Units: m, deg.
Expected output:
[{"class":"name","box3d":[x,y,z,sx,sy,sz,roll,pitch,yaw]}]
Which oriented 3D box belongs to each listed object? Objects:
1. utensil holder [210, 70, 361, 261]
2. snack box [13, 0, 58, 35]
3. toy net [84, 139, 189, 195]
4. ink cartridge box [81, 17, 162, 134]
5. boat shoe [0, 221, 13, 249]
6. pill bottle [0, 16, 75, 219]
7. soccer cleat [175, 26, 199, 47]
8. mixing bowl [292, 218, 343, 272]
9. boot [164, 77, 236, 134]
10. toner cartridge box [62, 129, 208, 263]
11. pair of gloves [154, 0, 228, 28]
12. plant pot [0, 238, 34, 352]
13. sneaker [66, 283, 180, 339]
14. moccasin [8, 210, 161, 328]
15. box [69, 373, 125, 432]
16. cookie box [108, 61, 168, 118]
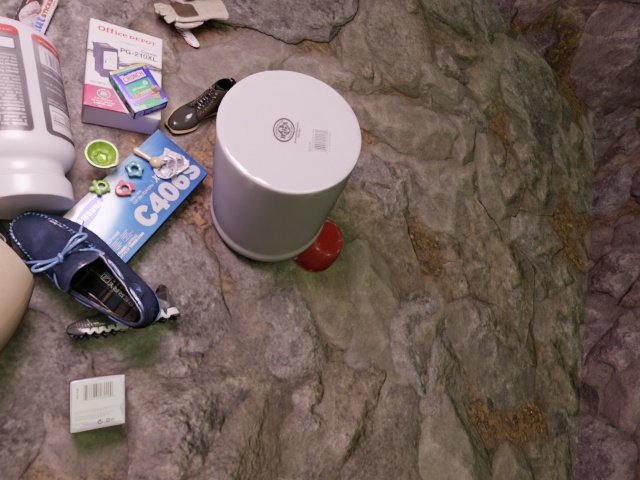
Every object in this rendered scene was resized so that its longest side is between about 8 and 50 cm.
[{"class":"utensil holder","box3d":[-0.105,-0.161,1.016,0.328,0.385,0.327,5,68,-12]},{"class":"snack box","box3d":[-0.700,-0.529,1.009,0.064,0.022,0.178,18,68,-29]},{"class":"toy net","box3d":[-0.420,-0.171,0.981,0.232,0.045,0.122,-8,79,-32]},{"class":"ink cartridge box","box3d":[-0.500,-0.410,1.054,0.172,0.100,0.237,4,75,-32]},{"class":"boat shoe","box3d":[-0.703,-0.053,0.849,0.075,0.065,0.206,-33,95,-34]},{"class":"pill bottle","box3d":[-0.635,-0.240,0.856,0.210,0.210,0.362,-9,81,-34]},{"class":"soccer cleat","box3d":[-0.388,-0.603,1.217,0.083,0.036,0.029,45,60,-13]},{"class":"mixing bowl","box3d":[0.000,0.000,1.257,0.182,0.098,0.181,9,72,-29]},{"class":"boot","box3d":[-0.326,-0.374,1.131,0.077,0.137,0.198,50,58,-11]},{"class":"toner cartridge box","box3d":[-0.448,-0.096,1.015,0.165,0.075,0.347,40,60,-14]},{"class":"pair of gloves","box3d":[-0.407,-0.710,1.212,0.204,0.042,0.240,-29,78,-32]},{"class":"plant pot","box3d":[-0.642,0.087,0.733,0.284,0.284,0.191,50,48,-11]},{"class":"sneaker","box3d":[-0.449,0.156,0.949,0.234,0.078,0.106,-10,76,-35]},{"class":"moccasin","box3d":[-0.470,0.051,0.843,0.342,0.117,0.137,35,83,-8]},{"class":"box","box3d":[-0.470,0.338,0.874,0.101,0.087,0.101,1,77,-32]},{"class":"cookie box","box3d":[-0.435,-0.359,0.996,0.092,0.040,0.107,-36,98,-32]}]
